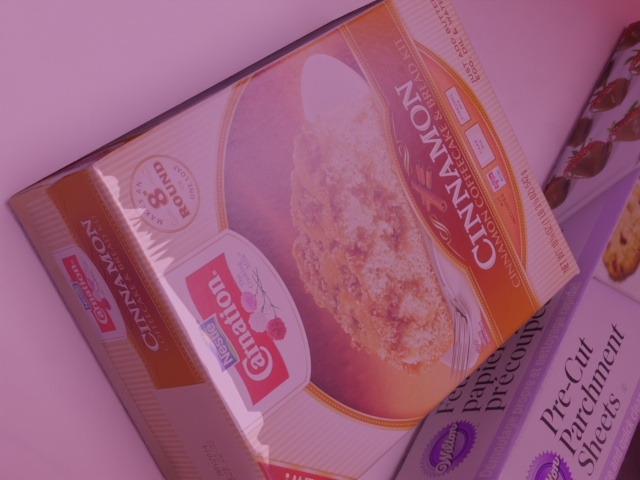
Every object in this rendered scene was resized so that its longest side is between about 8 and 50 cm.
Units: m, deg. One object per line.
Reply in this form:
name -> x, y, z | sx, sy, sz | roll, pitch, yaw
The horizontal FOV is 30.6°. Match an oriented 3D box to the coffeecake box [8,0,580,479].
coffeecake box -> 0.000, 0.000, 0.452 | 0.185, 0.068, 0.142 | -36, 104, -37

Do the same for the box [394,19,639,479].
box -> 0.139, 0.007, 0.563 | 0.067, 0.063, 0.324 | 47, 56, -21
